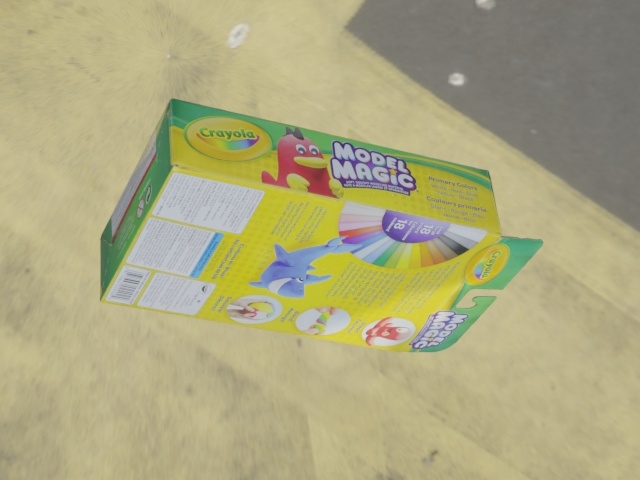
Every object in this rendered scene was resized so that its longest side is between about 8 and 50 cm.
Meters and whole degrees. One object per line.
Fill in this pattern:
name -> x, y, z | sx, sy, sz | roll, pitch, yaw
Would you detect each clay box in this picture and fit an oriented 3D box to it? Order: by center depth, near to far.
clay box -> 0.000, 0.000, 0.766 | 0.222, 0.053, 0.127 | 11, 140, -23
